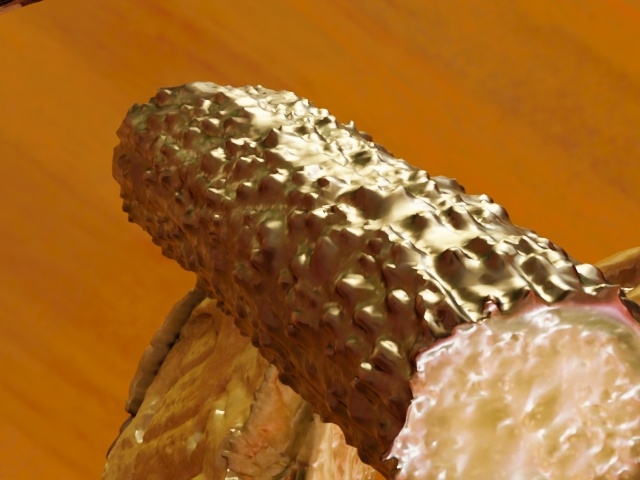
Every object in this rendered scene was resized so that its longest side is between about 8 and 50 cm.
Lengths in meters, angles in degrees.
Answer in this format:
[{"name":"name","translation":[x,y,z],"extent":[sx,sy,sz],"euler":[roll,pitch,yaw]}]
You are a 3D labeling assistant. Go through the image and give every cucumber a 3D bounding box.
[{"name":"cucumber","translation":[0.000,0.000,0.697],"extent":[0.096,0.359,0.096],"euler":[-7,110,-19]}]

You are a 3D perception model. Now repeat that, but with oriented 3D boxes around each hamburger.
[{"name":"hamburger","translation":[-0.040,0.132,1.173],"extent":[0.134,0.265,0.285],"euler":[29,64,-22]}]

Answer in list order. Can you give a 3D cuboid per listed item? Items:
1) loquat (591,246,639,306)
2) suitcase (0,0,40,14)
[{"name":"loquat","translation":[0.302,0.137,1.582],"extent":[0.274,0.275,0.275],"euler":[4,75,-15]},{"name":"suitcase","translation":[-0.175,-0.344,1.155],"extent":[0.339,0.194,0.352],"euler":[-35,92,3]}]
